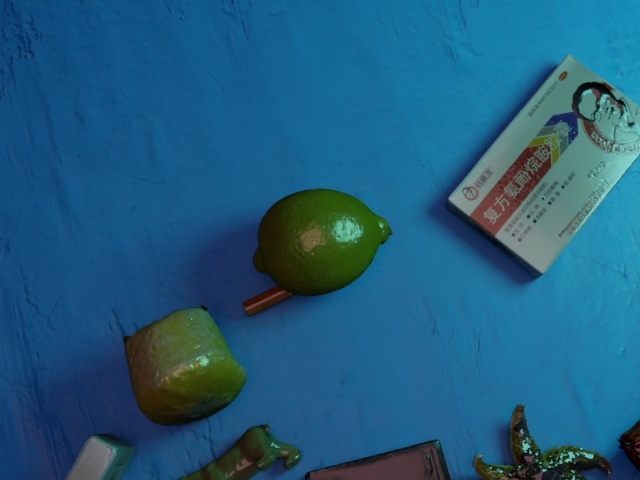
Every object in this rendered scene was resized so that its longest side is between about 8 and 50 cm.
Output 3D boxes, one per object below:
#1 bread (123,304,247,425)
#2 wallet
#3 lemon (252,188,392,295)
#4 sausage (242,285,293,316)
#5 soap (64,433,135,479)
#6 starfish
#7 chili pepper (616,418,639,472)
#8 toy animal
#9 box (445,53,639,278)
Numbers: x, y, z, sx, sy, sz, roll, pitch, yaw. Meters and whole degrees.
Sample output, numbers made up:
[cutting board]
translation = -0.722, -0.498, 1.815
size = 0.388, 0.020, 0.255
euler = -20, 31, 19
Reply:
[bread]
translation = -0.234, 0.219, 1.618
size = 0.197, 0.197, 0.170
euler = -25, 65, -1
[wallet]
translation = 0.103, 0.429, 1.631
size = 0.244, 0.025, 0.124
euler = -14, 82, -1
[lemon]
translation = 0.000, 0.000, 1.642
size = 0.248, 0.184, 0.184
euler = -16, 79, 0
[sausage]
translation = -0.086, 0.101, 1.702
size = 0.107, 0.031, 0.031
euler = -26, 79, -3
[soap]
translation = -0.396, 0.420, 1.614
size = 0.064, 0.121, 0.183
euler = 27, 83, 9
[starfish]
translation = 0.371, 0.387, 1.607
size = 0.238, 0.071, 0.216
euler = 2, 74, -6
[chili pepper]
translation = 0.628, 0.316, 1.586
size = 0.253, 0.136, 0.144
euler = -38, 53, -12
[toy animal]
translation = -0.151, 0.394, 1.629
size = 0.219, 0.103, 0.101
euler = -40, 61, -2
[box]
translation = 0.416, -0.134, 1.702
size = 0.214, 0.069, 0.353
euler = 39, 82, 10
